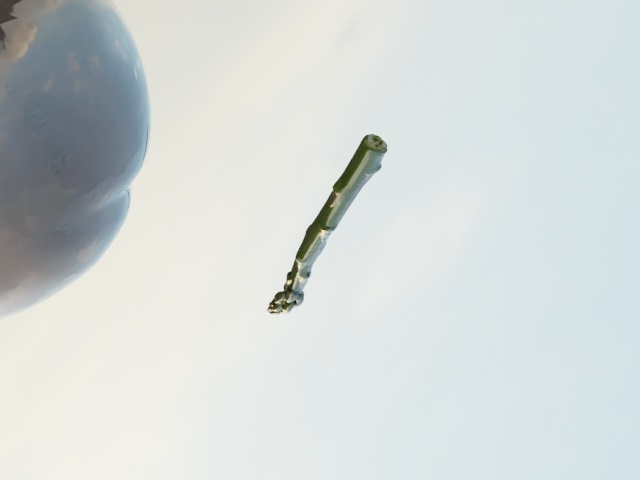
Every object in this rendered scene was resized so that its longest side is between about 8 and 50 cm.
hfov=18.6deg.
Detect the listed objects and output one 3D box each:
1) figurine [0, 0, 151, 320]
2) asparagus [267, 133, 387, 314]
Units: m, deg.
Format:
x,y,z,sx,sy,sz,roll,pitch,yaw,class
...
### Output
x,y,z,sx,sy,sz,roll,pitch,yaw,class
-0.255,-0.110,0.611,0.388,0.277,0.248,-10,-139,15,figurine
0.000,0.000,0.897,0.016,0.016,0.163,-54,176,-35,asparagus
